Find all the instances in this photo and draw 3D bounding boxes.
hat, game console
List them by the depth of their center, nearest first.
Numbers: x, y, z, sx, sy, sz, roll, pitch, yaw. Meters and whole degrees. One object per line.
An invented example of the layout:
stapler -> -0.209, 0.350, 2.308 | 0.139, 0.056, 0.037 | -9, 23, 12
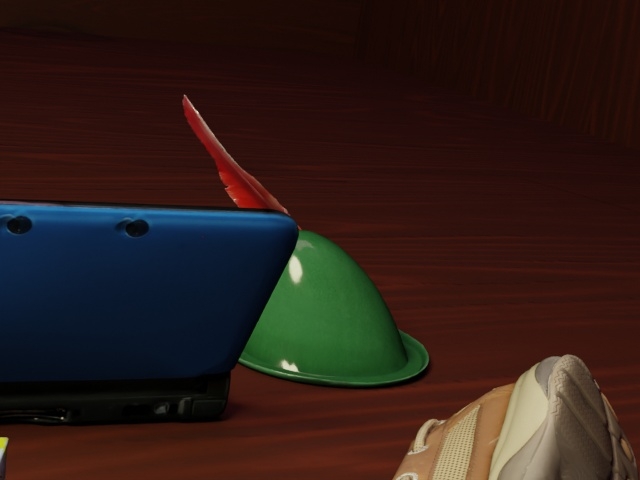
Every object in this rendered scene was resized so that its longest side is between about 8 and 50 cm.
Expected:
game console -> -0.199, 0.025, 0.804 | 0.293, 0.173, 0.250 | 2, 16, -27
hat -> 0.000, 0.000, 0.995 | 0.208, 0.183, 0.173 | 3, 16, -22

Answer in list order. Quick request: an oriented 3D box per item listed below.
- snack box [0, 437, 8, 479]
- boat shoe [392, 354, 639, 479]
snack box -> -0.234, 0.145, 0.527 | 0.174, 0.070, 0.207 | 7, 16, -7
boat shoe -> 0.065, 0.168, 0.580 | 0.116, 0.123, 0.324 | -21, 10, 28
